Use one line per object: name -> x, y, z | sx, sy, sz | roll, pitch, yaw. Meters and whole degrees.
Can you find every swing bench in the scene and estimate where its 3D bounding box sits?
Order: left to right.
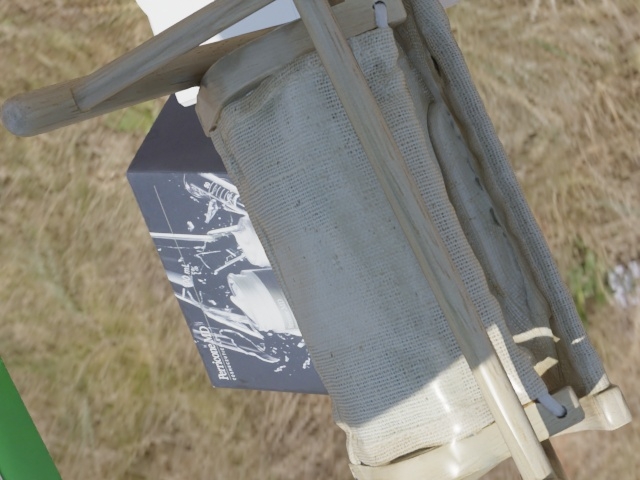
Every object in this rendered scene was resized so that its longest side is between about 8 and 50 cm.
swing bench -> 0.022, 0.008, 0.740 | 0.165, 0.254, 0.253 | -25, 89, 23

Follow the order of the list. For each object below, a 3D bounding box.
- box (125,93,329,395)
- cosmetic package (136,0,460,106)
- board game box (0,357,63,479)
box -> 0.000, 0.000, 1.752 | 0.312, 0.179, 0.343 | 2, 133, 23
cosmetic package -> -0.019, -0.248, 1.321 | 0.155, 0.365, 0.197 | -16, 99, 21
board game box -> -0.159, 0.120, 0.387 | 0.317, 0.046, 0.213 | -38, 77, 39
